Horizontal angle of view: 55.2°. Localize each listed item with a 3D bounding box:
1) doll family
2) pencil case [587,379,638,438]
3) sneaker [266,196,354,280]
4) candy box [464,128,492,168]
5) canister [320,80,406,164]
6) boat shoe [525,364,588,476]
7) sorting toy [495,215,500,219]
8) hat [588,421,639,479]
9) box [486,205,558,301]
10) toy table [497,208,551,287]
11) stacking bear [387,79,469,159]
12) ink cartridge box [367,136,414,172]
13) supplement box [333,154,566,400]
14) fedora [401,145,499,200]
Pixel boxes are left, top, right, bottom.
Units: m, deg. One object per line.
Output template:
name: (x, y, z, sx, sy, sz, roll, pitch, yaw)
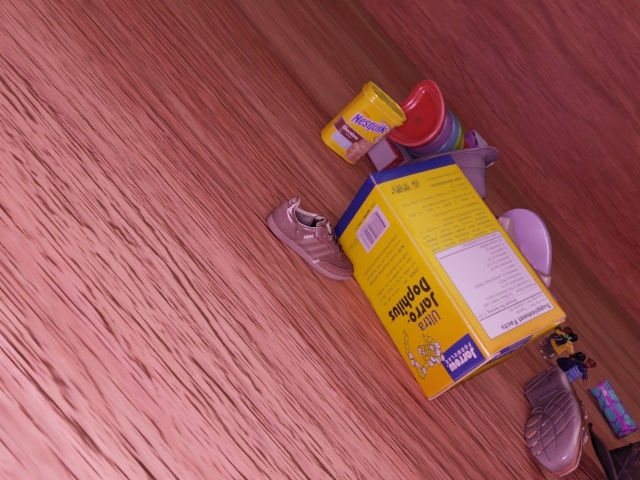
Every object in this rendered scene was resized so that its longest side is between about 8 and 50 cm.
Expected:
doll family: (0.657, 0.303, 1.622, 0.076, 0.111, 0.193, 23, 36, -44)
pencil case: (0.815, 0.469, 1.705, 0.070, 0.064, 0.151, 42, 21, -54)
sneaker: (0.000, 0.000, 1.030, 0.188, 0.071, 0.066, 36, 28, -26)
candy box: (0.424, -0.228, 1.882, 0.070, 0.196, 0.165, 41, 26, -16)
canister: (0.099, -0.273, 1.452, 0.126, 0.170, 0.073, 33, 30, -30)
boat shoe: (0.506, 0.380, 1.269, 0.116, 0.123, 0.324, 50, 27, -3)
sorting toy: (0.553, 0.063, 1.841, 0.365, 0.127, 0.126, -83, 157, -61)
hat: (0.674, 0.518, 1.251, 0.331, 0.134, 0.331, -23, 90, -78)
box: (0.308, 0.087, 1.241, 0.243, 0.213, 0.117, 57, 26, 13)
toy table: (0.449, 0.061, 1.493, 0.161, 0.252, 0.274, -6, 95, -54)
stacking bear: (0.318, -0.271, 1.660, 0.289, 0.175, 0.164, 27, 32, -52)
ink cartridge box: (0.199, -0.238, 1.678, 0.175, 0.072, 0.127, 10, 46, -54)
supplement box: (0.208, 0.058, 1.071, 0.194, 0.195, 0.356, -16, 65, -32)
fedora: (0.336, -0.144, 1.598, 0.244, 0.275, 0.124, 64, 19, -77)
